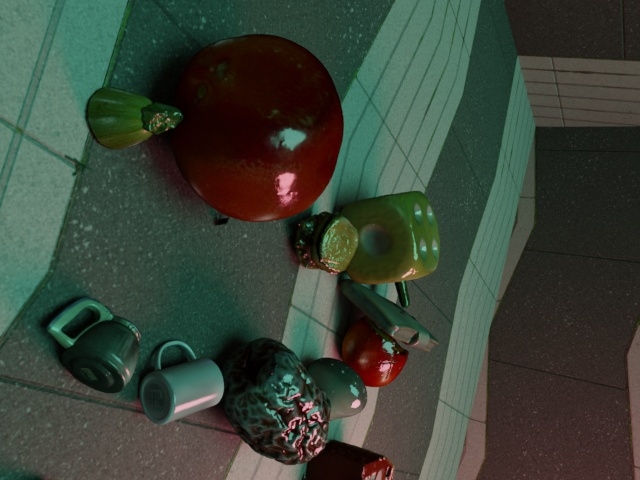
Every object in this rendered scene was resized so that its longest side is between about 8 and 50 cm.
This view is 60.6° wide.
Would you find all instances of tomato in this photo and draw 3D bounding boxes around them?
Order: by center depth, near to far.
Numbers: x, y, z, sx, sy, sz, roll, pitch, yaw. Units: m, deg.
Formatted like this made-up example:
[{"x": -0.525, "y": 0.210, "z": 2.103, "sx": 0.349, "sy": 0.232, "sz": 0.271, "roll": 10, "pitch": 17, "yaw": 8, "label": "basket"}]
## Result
[{"x": -0.112, "y": -0.202, "z": 1.014, "sx": 0.325, "sy": 0.289, "sz": 0.293, "roll": -55, "pitch": 160, "yaw": -40, "label": "tomato"}]

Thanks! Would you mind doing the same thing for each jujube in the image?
[{"x": -0.098, "y": 0.361, "z": 1.218, "sx": 0.226, "sy": 0.226, "sz": 0.317, "roll": -57, "pitch": 142, "yaw": -34, "label": "jujube"}]

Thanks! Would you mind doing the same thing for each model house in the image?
[{"x": 0.093, "y": 0.678, "z": 1.595, "sx": 0.254, "sy": 0.196, "sz": 0.160, "roll": 10, "pitch": 86, "yaw": -58, "label": "model house"}]

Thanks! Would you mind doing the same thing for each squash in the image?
[{"x": -0.291, "y": -0.197, "z": 0.881, "sx": 0.105, "sy": 0.132, "sz": 0.105, "roll": -17, "pitch": 110, "yaw": -57, "label": "squash"}]

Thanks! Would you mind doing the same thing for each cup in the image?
[{"x": -0.276, "y": 0.274, "z": 1.056, "sx": 0.133, "sy": 0.136, "sz": 0.099, "roll": -5, "pitch": 134, "yaw": -56, "label": "cup"}]

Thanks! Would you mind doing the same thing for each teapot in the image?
[{"x": -0.364, "y": 0.171, "z": 0.899, "sx": 0.111, "sy": 0.149, "sz": 0.108, "roll": -59, "pitch": -176, "yaw": 41, "label": "teapot"}, {"x": -0.002, "y": 0.440, "z": 1.438, "sx": 0.251, "sy": 0.183, "sz": 0.183, "roll": -47, "pitch": 134, "yaw": -26, "label": "teapot"}]

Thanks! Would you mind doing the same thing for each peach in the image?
[{"x": 0.165, "y": 0.323, "z": 1.633, "sx": 0.190, "sy": 0.196, "sz": 0.226, "roll": -66, "pitch": 161, "yaw": -54, "label": "peach"}]

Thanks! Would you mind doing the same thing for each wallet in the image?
[{"x": 0.219, "y": 0.233, "z": 1.665, "sx": 0.083, "sy": 0.252, "sz": 0.360, "roll": -54, "pitch": 145, "yaw": 4, "label": "wallet"}]

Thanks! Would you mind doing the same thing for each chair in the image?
[{"x": -0.186, "y": -0.058, "z": 1.161, "sx": 0.042, "sy": 0.037, "sz": 0.086, "roll": 43, "pitch": 57, "yaw": -39, "label": "chair"}]

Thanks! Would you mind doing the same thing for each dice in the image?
[{"x": 0.198, "y": -0.008, "z": 1.556, "sx": 0.233, "sy": 0.226, "sz": 0.238, "roll": -13, "pitch": 94, "yaw": -60, "label": "dice"}]

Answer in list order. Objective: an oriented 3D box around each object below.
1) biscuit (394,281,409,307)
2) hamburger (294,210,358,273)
[{"x": 0.235, "y": 0.052, "z": 1.731, "sx": 0.099, "sy": 0.038, "sz": 0.323, "roll": 78, "pitch": 0, "yaw": -87, "label": "biscuit"}, {"x": 0.000, "y": 0.000, "z": 1.385, "sx": 0.185, "sy": 0.131, "sz": 0.159, "roll": 45, "pitch": 68, "yaw": -44, "label": "hamburger"}]
